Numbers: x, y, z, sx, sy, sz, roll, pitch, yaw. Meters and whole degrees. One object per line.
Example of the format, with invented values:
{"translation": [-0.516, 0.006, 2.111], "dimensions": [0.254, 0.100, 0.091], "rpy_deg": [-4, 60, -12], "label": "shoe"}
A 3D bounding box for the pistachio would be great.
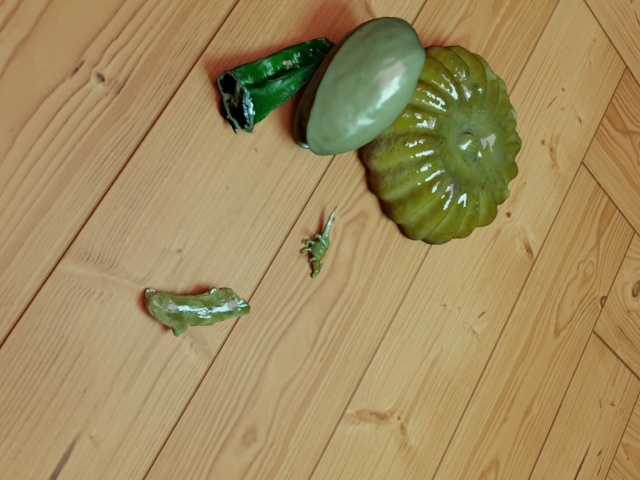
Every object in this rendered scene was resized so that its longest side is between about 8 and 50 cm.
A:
{"translation": [0.054, -0.210, 0.984], "dimensions": [0.226, 0.136, 0.136], "rpy_deg": [-48, 121, 3], "label": "pistachio"}

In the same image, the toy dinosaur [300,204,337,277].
{"translation": [-0.003, 0.001, 1.032], "dimensions": [0.041, 0.026, 0.113], "rpy_deg": [7, 99, -42], "label": "toy dinosaur"}

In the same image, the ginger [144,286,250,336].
{"translation": [-0.161, 0.089, 0.919], "dimensions": [0.137, 0.044, 0.057], "rpy_deg": [0, 124, -30], "label": "ginger"}

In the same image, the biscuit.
{"translation": [0.212, -0.151, 1.132], "dimensions": [0.326, 0.107, 0.325], "rpy_deg": [-6, 101, -37], "label": "biscuit"}

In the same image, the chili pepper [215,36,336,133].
{"translation": [-0.039, -0.228, 0.976], "dimensions": [0.227, 0.059, 0.088], "rpy_deg": [-34, 130, -35], "label": "chili pepper"}
